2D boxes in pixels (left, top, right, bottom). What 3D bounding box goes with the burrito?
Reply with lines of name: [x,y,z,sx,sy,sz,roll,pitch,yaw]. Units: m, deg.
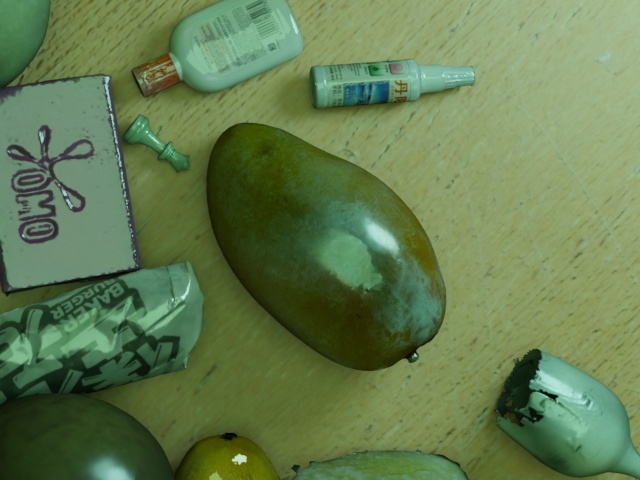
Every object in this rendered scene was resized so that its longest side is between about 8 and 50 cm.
burrito: [-0.354,0.145,1.717,0.445,0.101,0.139,-17,111,-4]

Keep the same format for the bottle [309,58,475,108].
bottle: [0.095,-0.210,1.818,0.217,0.060,0.060,-6,89,-7]

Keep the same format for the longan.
longan: [-0.319,0.328,1.633,0.319,0.319,0.319,0,88,-7]

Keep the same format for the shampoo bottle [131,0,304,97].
shampoo bottle: [-0.137,-0.248,1.793,0.221,0.051,0.108,-25,93,-7]

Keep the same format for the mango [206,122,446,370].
mango: [0.000,0.000,1.737,0.221,0.199,0.384,-41,81,0]

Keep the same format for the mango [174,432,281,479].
mango: [-0.112,0.372,1.753,0.157,0.109,0.262,-7,96,-17]

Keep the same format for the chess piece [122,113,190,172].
chess piece: [-0.208,-0.120,1.788,0.093,0.042,0.042,38,84,-10]

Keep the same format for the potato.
potato: [0.079,0.429,1.714,0.289,0.301,0.237,8,111,6]

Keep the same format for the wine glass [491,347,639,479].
wine glass: [0.380,0.268,1.803,0.321,0.143,0.143,34,85,-2]

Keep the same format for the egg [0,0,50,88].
egg: [-0.468,-0.336,1.651,0.258,0.258,0.352,-25,86,-7]

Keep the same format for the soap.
soap: [-0.333,-0.070,1.747,0.181,0.081,0.259,-9,90,-8]
